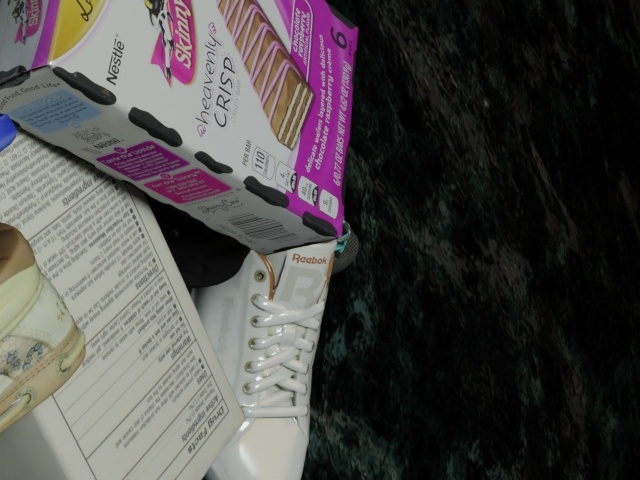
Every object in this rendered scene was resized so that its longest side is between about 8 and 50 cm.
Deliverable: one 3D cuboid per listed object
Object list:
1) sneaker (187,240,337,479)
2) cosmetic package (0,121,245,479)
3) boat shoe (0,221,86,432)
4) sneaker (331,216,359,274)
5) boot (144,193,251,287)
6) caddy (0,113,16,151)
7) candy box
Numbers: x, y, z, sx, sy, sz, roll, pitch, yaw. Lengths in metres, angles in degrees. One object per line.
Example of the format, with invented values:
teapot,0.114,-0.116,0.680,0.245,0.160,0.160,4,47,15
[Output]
sneaker,-0.044,0.060,0.837,0.106,0.123,0.290,2,76,-36
cosmetic package,-0.176,0.027,0.653,0.160,0.113,0.309,-48,124,-52
boat shoe,-0.222,0.113,0.484,0.285,0.104,0.089,-42,129,-20
sneaker,0.000,0.000,0.991,0.166,0.076,0.065,8,77,-59
boot,-0.108,-0.168,0.797,0.348,0.131,0.260,64,34,-26
caddy,-0.268,-0.005,0.373,0.341,0.241,0.179,-38,108,-49
candy box,-0.076,-0.107,0.650,0.233,0.071,0.159,29,58,-44
